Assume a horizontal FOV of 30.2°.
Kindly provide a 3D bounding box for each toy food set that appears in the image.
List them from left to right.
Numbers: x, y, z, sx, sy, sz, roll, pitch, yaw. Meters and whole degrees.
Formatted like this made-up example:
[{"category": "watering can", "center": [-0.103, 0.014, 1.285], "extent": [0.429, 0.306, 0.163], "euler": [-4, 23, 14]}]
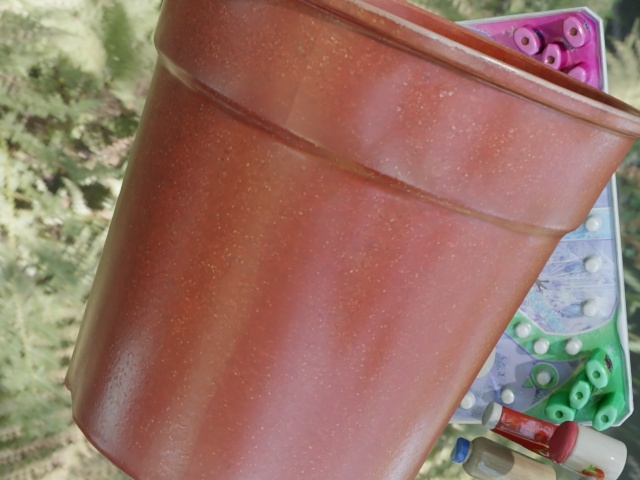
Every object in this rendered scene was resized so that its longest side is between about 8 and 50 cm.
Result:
[{"category": "toy food set", "center": [0.178, 0.209, 1.052], "extent": [0.232, 0.105, 0.111], "euler": [134, -21, -70]}]

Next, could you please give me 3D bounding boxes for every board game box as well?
[{"category": "board game box", "center": [0.084, -0.005, 1.135], "extent": [0.050, 0.390, 0.389], "euler": [-29, 114, -65]}]

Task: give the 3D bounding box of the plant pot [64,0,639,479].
[{"category": "plant pot", "center": [0.000, 0.000, 0.644], "extent": [0.272, 0.272, 0.265], "euler": [6, 112, -51]}]
